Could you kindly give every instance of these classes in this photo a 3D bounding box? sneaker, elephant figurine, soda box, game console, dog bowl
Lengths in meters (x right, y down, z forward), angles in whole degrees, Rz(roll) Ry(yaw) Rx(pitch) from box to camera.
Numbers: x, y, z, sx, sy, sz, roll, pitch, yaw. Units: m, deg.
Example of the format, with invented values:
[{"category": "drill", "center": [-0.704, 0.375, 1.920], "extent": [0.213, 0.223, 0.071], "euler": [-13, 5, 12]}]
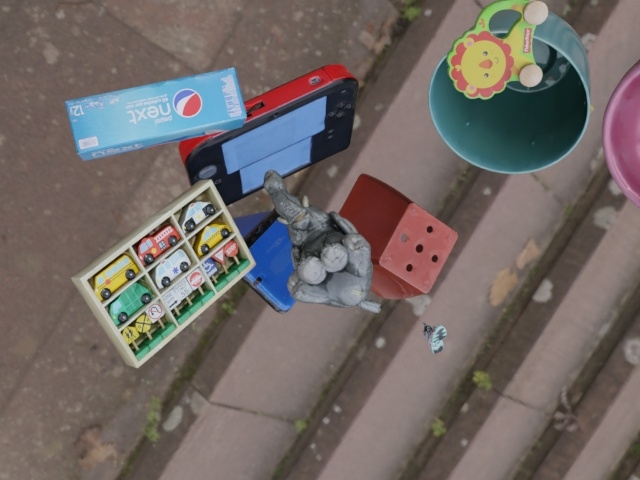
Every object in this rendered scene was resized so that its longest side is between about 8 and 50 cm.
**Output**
[{"category": "sneaker", "center": [0.255, 0.208, 1.878], "extent": [0.038, 0.069, 0.098], "euler": [-17, 141, -17]}, {"category": "elephant figurine", "center": [0.000, 0.000, 1.472], "extent": [0.170, 0.239, 0.185], "euler": [-7, 127, -18]}, {"category": "soda box", "center": [-0.203, -0.157, 1.025], "extent": [0.210, 0.071, 0.067], "euler": [-13, 90, -11]}, {"category": "game console", "center": [-0.100, -0.198, 1.711], "extent": [0.387, 0.060, 0.342], "euler": [-26, 159, -11]}, {"category": "game console", "center": [-0.157, 0.050, 1.855], "extent": [0.173, 0.250, 0.293], "euler": [-44, -176, 34]}, {"category": "dog bowl", "center": [0.724, -0.203, 1.558], "extent": [0.150, 0.408, 0.407], "euler": [-22, 131, -41]}]

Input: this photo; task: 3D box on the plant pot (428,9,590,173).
[{"category": "plant pot", "center": [0.380, -0.312, 1.576], "extent": [0.235, 0.293, 0.292], "euler": [-58, 154, -47]}]

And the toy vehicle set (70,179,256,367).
[{"category": "toy vehicle set", "center": [-0.232, 0.046, 1.264], "extent": [0.267, 0.035, 0.166], "euler": [-43, 118, -32]}]

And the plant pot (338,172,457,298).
[{"category": "plant pot", "center": [0.198, 0.006, 2.171], "extent": [0.267, 0.236, 0.267], "euler": [32, 84, -27]}]

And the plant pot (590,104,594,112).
[{"category": "plant pot", "center": [0.542, -0.297, 1.838], "extent": [0.083, 0.081, 0.081], "euler": [34, 98, -23]}]

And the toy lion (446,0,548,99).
[{"category": "toy lion", "center": [0.177, -0.195, 0.837], "extent": [0.096, 0.034, 0.100], "euler": [0, 111, 1]}]
